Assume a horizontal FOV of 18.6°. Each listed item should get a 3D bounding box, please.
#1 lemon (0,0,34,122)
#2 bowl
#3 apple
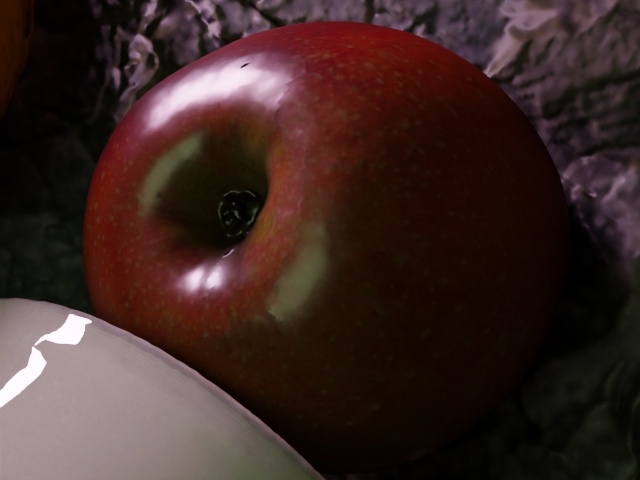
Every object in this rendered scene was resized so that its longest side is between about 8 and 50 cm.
[{"bbox_3d":[-0.262,-0.111,0.836,0.293,0.293,0.293,-1,87,30],"label":"lemon"},{"bbox_3d":[-0.091,0.170,0.719,0.277,0.145,0.277,27,142,23],"label":"bowl"},{"bbox_3d":[0.000,0.000,0.739,0.181,0.168,0.181,-8,76,32],"label":"apple"}]
